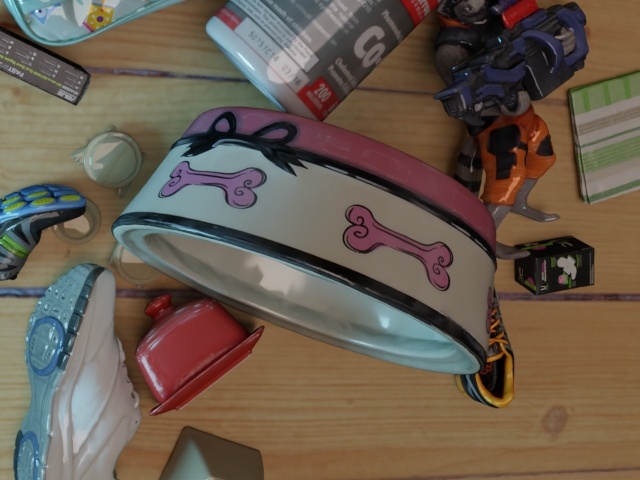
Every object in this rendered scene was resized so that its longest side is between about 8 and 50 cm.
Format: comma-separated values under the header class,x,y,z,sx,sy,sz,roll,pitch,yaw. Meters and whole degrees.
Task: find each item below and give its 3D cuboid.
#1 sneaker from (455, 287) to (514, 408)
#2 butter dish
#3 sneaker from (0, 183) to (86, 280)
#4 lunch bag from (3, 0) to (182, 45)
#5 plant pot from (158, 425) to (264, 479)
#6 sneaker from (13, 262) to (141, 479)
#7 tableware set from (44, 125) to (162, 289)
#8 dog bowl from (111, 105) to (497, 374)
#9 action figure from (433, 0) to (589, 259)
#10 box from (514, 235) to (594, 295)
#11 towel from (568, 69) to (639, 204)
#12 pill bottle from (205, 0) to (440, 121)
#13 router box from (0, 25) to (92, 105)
class,x,y,z,sx,sy,sz,roll,pitch,yaw
sneaker,0.201,0.113,1.497,0.084,0.083,0.215,-22,109,-10
butter dish,-0.154,0.113,1.359,0.160,0.160,0.118,-38,90,-6
sneaker,-0.338,0.000,1.300,0.188,0.067,0.078,-30,118,-3
lunch bag,-0.210,-0.331,1.224,0.279,0.108,0.224,-24,111,-11
plant pot,-0.127,0.304,1.431,0.109,0.096,0.109,23,97,-23
sneaker,-0.266,0.166,1.359,0.129,0.111,0.297,1,108,-35
tableware set,-0.219,-0.036,1.350,0.168,0.020,0.141,34,90,-22
dog bowl,0.000,0.000,1.246,0.408,0.408,0.150,26,77,-23
action figure,0.178,-0.147,1.359,0.341,0.178,0.330,-25,108,-51
box,0.296,0.031,1.516,0.083,0.062,0.052,-9,109,-17
towel,0.372,-0.131,1.523,0.113,0.023,0.152,-17,107,-16
pill bottle,0.030,-0.267,1.267,0.283,0.161,0.161,-45,113,1
router box,-0.304,-0.186,1.241,0.122,0.092,0.038,26,96,-22
